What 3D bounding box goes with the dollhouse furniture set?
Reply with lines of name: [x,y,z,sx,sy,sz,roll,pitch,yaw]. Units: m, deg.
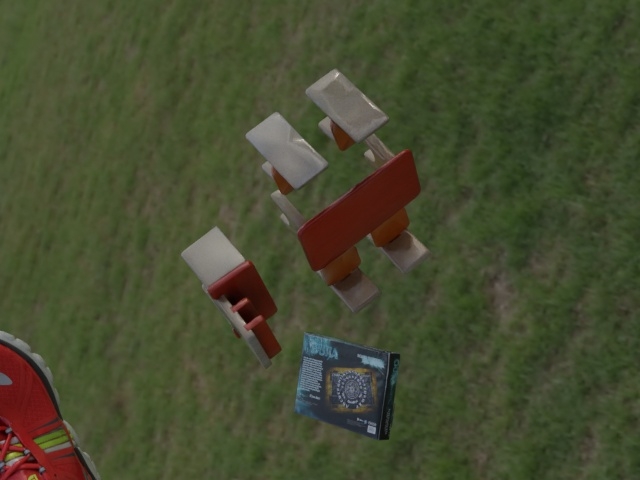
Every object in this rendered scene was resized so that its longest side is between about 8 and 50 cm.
dollhouse furniture set: [0.000,0.000,1.168,0.259,0.262,0.135,-37,55,-9]

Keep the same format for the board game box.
board game box: [0.037,0.210,1.628,0.186,0.026,0.126,9,91,48]

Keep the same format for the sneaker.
sneaker: [-0.278,0.198,1.039,0.107,0.279,0.118,-30,27,0]
